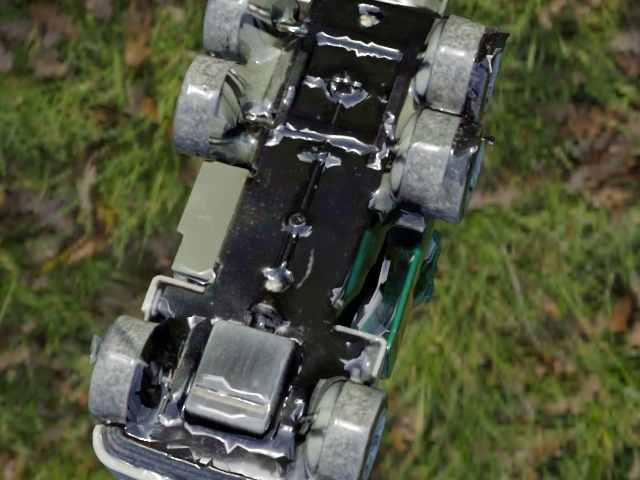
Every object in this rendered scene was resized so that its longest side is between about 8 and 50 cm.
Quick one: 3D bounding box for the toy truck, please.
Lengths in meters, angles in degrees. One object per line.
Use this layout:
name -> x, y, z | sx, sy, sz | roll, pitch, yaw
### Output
toy truck -> -0.001, -0.002, 0.952 | 0.176, 0.363, 0.178 | 14, 153, 10
